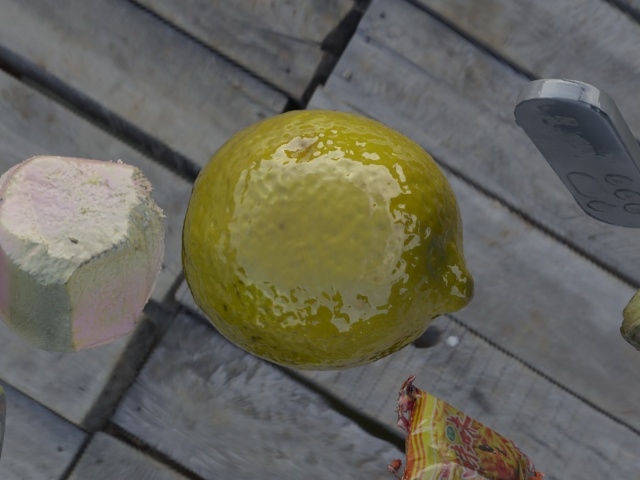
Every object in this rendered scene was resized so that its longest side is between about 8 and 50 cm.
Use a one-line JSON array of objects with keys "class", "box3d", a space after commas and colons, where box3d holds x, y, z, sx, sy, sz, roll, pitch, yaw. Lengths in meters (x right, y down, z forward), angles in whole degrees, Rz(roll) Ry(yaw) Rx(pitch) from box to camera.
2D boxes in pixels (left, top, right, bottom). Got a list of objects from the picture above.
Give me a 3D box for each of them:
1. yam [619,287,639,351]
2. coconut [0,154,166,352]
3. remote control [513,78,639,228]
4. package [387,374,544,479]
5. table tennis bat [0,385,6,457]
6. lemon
[{"class": "yam", "box3d": [0.377, 0.143, 0.875, 0.356, 0.081, 0.081, 37, 78, -11]}, {"class": "coconut", "box3d": [-0.310, 0.021, 1.471, 0.233, 0.245, 0.233, 5, 54, -7]}, {"class": "remote control", "box3d": [0.225, -0.065, 0.936, 0.077, 0.245, 0.022, 4, 70, 32]}, {"class": "package", "box3d": [0.220, 0.350, 1.720, 0.288, 0.223, 0.108, 30, 117, -9]}, {"class": "table tennis bat", "box3d": [-0.536, 0.402, 1.797, 0.054, 0.224, 0.369, 9, 58, -7]}, {"class": "lemon", "box3d": [0.009, 0.000, 0.999, 0.253, 0.228, 0.228, 1, 80, 15]}]
